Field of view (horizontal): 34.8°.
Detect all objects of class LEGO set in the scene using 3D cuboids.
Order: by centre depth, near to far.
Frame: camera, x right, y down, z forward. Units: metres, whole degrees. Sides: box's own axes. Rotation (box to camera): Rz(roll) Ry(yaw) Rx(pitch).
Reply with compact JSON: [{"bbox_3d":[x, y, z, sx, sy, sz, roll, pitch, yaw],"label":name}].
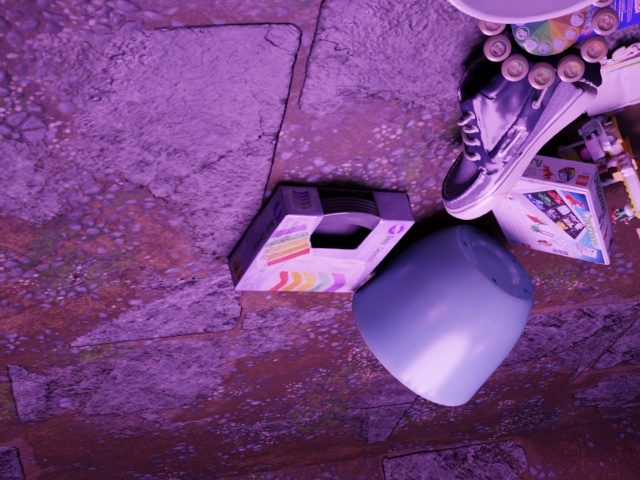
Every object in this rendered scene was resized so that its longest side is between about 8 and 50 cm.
[{"bbox_3d":[0.482,-0.095,1.717,0.107,0.132,0.287,-20,129,24],"label":"LEGO set"}]

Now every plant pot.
[{"bbox_3d":[0.243,0.114,1.856,0.293,0.293,0.235,15,127,-41],"label":"plant pot"}]

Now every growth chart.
[{"bbox_3d":[0.472,-0.250,1.550,0.237,0.021,0.172,-14,151,2],"label":"growth chart"}]

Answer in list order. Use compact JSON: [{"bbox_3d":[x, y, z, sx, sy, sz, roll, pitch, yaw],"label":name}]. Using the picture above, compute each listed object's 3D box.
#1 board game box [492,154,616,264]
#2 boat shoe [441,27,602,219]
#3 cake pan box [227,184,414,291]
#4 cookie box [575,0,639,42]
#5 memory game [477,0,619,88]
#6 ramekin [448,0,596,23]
[{"bbox_3d":[0.386,-0.055,1.734,0.193,0.053,0.305,13,162,26],"label":"board game box"},{"bbox_3d":[0.243,-0.171,1.503,0.158,0.127,0.340,17,132,-25],"label":"boat shoe"},{"bbox_3d":[0.000,0.000,1.762,0.246,0.070,0.267,1,148,-28],"label":"cake pan box"},{"bbox_3d":[0.378,-0.318,1.368,0.107,0.040,0.092,-16,151,6],"label":"cookie box"},{"bbox_3d":[0.298,-0.284,1.328,0.186,0.012,0.186,-1,119,-3],"label":"memory game"},{"bbox_3d":[0.240,-0.378,1.105,0.277,0.135,0.277,-10,152,-5],"label":"ramekin"}]
